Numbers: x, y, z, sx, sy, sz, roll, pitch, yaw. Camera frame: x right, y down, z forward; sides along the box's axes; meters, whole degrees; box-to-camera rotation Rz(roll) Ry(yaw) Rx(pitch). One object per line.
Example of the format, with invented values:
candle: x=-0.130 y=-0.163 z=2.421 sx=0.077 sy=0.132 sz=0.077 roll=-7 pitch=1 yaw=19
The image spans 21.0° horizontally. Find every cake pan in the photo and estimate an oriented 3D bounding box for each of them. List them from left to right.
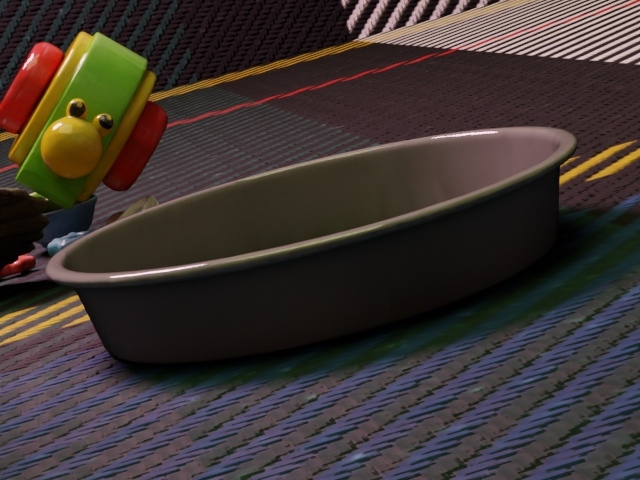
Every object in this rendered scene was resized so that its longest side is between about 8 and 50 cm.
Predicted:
cake pan: x=0.000 y=0.000 z=0.934 sx=0.293 sy=0.054 sz=0.293 roll=-14 pitch=10 yaw=2

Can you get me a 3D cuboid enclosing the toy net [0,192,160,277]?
toy net: x=-0.175 y=-0.009 z=1.254 sx=0.122 sy=0.045 sz=0.232 roll=-20 pitch=12 yaw=-35

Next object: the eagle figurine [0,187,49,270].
eagle figurine: x=-0.366 y=0.010 z=1.146 sx=0.298 sy=0.225 sz=0.226 roll=20 pitch=67 yaw=17

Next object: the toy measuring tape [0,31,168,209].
toy measuring tape: x=-0.175 y=-0.102 z=1.283 sx=0.121 sy=0.121 sz=0.330 roll=-15 pitch=12 yaw=-4
